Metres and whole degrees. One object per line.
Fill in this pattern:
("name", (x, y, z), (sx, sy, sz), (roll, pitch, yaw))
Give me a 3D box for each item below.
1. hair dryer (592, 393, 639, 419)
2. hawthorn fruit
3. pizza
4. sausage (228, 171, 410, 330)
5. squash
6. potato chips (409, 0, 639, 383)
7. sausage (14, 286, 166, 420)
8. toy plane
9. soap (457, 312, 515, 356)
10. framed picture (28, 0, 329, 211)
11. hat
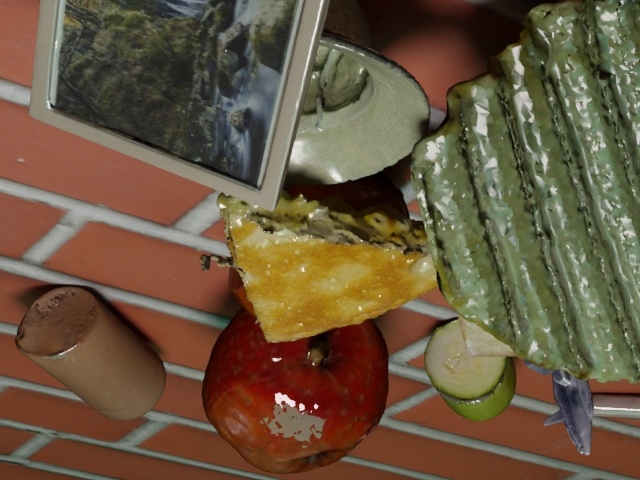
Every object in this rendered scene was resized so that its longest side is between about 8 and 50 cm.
("hair dryer", (0.480, 0.238, 2.245), (0.220, 0.054, 0.195), (10, 154, 1))
("hawthorn fruit", (-0.027, 0.172, 1.939), (0.258, 0.258, 0.262), (9, 124, -12))
("pizza", (0.000, 0.000, 1.461), (0.280, 0.075, 0.287), (-20, 148, 23))
("sausage", (-0.004, 0.016, 1.694), (0.141, 0.153, 0.268), (21, 148, -20))
("squash", (0.220, 0.191, 2.089), (0.123, 0.123, 0.187), (-5, 157, 16))
("potato chips", (0.272, -0.029, 1.384), (0.358, 0.070, 0.429), (-26, 118, 0))
("sausage", (-0.314, 0.155, 2.066), (0.123, 0.123, 0.253), (-5, 154, 16))
("toy plane", (0.279, 0.138, 1.789), (0.088, 0.267, 0.212), (-24, 144, 35))
("soap", (0.275, -0.008, 1.555), (0.281, 0.143, 0.259), (-5, 120, 18))
("framed picture", (-0.112, -0.189, 1.196), (0.240, 0.020, 0.324), (23, 130, 7))
("hat", (-0.025, -0.164, 1.342), (0.257, 0.130, 0.257), (5, 154, 2))
